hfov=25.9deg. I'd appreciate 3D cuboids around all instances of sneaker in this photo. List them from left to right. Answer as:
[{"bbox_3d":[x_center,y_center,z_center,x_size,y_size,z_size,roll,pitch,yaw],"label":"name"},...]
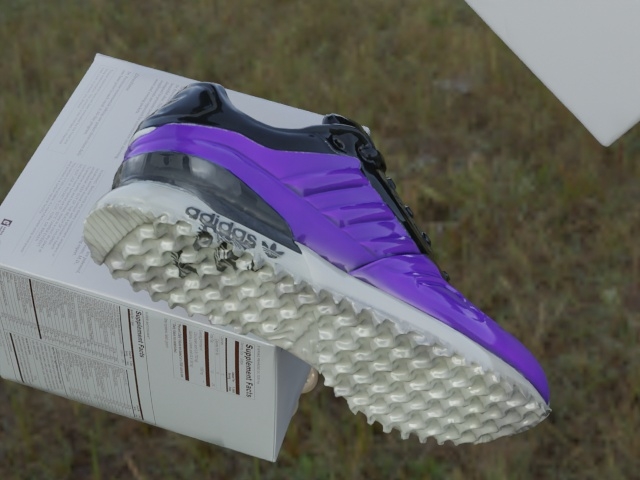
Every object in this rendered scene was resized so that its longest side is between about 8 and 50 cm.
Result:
[{"bbox_3d":[0.021,0.003,0.800,0.102,0.293,0.146,-38,28,49],"label":"sneaker"}]

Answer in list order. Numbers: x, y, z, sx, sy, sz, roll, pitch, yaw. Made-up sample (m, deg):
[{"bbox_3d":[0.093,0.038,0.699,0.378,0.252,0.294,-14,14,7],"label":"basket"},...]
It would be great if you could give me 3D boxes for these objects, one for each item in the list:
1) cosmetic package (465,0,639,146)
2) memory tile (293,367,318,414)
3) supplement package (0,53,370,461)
[{"bbox_3d":[0.164,-0.191,0.940,0.117,0.231,0.085,-41,3,39],"label":"cosmetic package"},{"bbox_3d":[-0.058,0.139,1.497,0.148,0.113,0.012,-55,19,-19],"label":"memory tile"},{"bbox_3d":[-0.094,0.010,0.949,0.203,0.149,0.194,16,53,10],"label":"supplement package"}]
